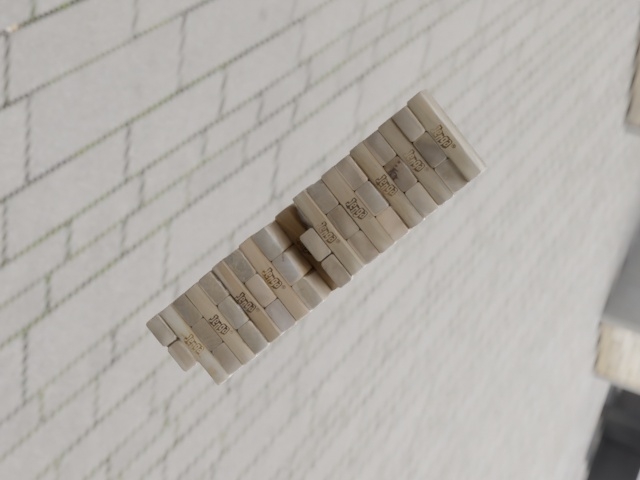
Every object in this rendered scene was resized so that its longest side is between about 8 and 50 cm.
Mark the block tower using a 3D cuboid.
[{"bbox_3d":[0.000,0.000,1.239,0.335,0.091,0.097,-39,-179,20],"label":"block tower"}]
